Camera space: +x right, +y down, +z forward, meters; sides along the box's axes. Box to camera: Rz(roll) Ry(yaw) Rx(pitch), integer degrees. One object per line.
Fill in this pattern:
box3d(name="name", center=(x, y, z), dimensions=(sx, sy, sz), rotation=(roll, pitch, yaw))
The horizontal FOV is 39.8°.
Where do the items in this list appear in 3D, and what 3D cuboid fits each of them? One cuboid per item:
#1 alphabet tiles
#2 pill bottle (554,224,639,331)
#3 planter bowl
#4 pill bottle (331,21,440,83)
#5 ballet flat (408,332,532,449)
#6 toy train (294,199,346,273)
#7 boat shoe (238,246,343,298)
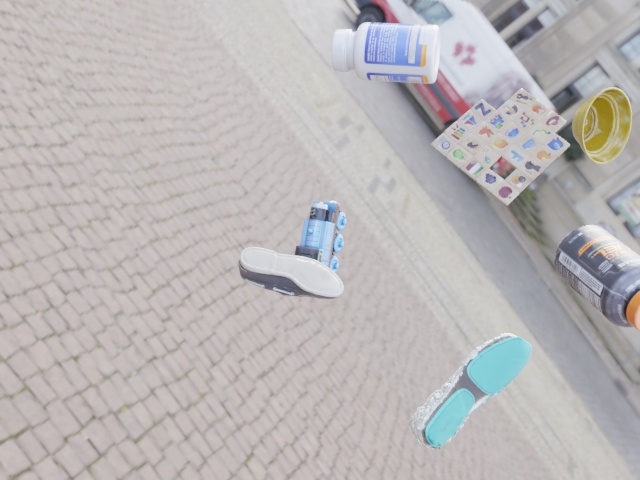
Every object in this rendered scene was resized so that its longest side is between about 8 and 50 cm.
box3d(name="alphabet tiles", center=(0.370, -0.202, 1.762), dimensions=(0.198, 0.237, 0.009), rotation=(42, -21, 20))
box3d(name="pill bottle", center=(0.554, 0.077, 1.655), dimensions=(0.130, 0.130, 0.246), rotation=(44, 6, -32))
box3d(name="planter bowl", center=(0.784, -0.331, 2.523), dimensions=(0.217, 0.217, 0.090), rotation=(42, -12, -37))
box3d(name="pill bottle", center=(0.173, -0.496, 2.333), dimensions=(0.152, 0.271, 0.152), rotation=(6, 90, -77))
box3d(name="ballet flat", center=(0.390, 0.390, 2.402), dimensions=(0.147, 0.409, 0.147), rotation=(47, -11, 12))
box3d(name="toy train", center=(0.000, 0.000, 1.913), dimensions=(0.080, 0.184, 0.105), rotation=(9, -2, 29))
box3d(name="boat shoe", center=(-0.058, 0.072, 1.693), dimensions=(0.206, 0.065, 0.075), rotation=(18, 47, -3))
